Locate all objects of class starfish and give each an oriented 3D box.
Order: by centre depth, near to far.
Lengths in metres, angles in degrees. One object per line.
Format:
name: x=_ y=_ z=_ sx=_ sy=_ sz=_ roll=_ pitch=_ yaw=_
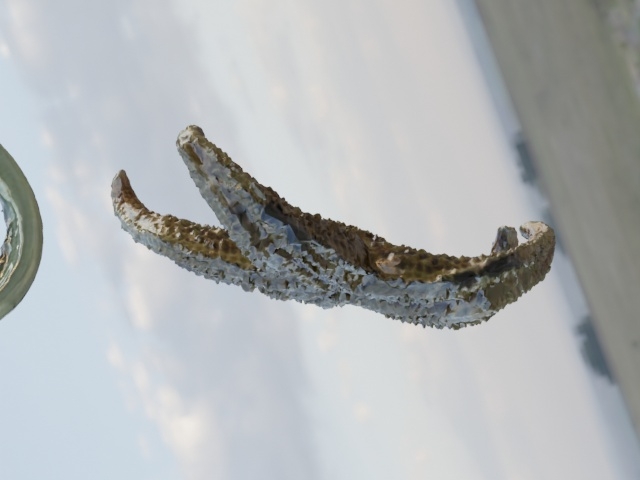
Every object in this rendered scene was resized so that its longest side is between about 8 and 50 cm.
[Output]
starfish: x=0.000 y=0.000 z=0.366 sx=0.078 sy=0.091 sz=0.028 roll=52 pitch=-132 yaw=-75

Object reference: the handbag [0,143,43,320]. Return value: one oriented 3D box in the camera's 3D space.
handbag: x=-0.221 y=-0.076 z=0.570 sx=0.315 sy=0.241 sz=0.109 roll=32 pitch=146 yaw=14
